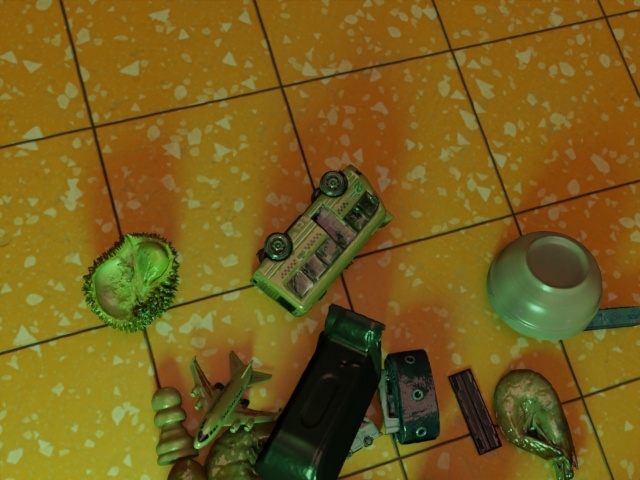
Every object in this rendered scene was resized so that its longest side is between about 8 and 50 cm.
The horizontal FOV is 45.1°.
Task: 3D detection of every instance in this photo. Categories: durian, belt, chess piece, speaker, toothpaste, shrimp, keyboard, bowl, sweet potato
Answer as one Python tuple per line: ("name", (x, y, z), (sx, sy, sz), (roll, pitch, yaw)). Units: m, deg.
("durian", (-0.431, 0.099, 1.775), (0.200, 0.176, 0.237), (28, 67, 10))
("belt", (0.202, 0.370, 1.822), (0.128, 0.122, 0.218), (-4, 76, -8))
("chess piece", (-0.336, 0.417, 1.751), (0.094, 0.094, 0.170), (-9, 70, -11))
("speaker", (0.005, 0.359, 1.720), (0.180, 0.184, 0.388), (20, 59, 15))
("toothpaste", (0.684, 0.207, 1.971), (0.272, 0.066, 0.053), (-4, 75, -9))
("shrimp", (0.525, 0.468, 1.876), (0.168, 0.077, 0.317), (-15, 73, -2))
("keyboard", (0.379, 0.420, 1.893), (0.067, 0.011, 0.202), (-18, 78, -15))
("bowl", (0.566, 0.090, 1.904), (0.287, 0.144, 0.287), (1, 58, -1))
("shrimp", (-0.048, 0.565, 1.749), (0.445, 0.085, 0.272), (26, 62, 6))
("sweet potato", (-0.304, 0.613, 1.688), (0.097, 0.097, 0.292), (9, 92, -6))

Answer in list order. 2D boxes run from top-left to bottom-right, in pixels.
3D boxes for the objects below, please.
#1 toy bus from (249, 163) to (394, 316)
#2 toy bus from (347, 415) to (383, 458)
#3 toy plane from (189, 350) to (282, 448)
("toy bus", (0.000, 0.000, 1.872), (0.202, 0.177, 0.365), (41, 76, 0))
("toy bus", (0.078, 0.462, 1.811), (0.123, 0.060, 0.075), (-28, 77, -13))
("toy plane", (-0.217, 0.373, 1.759), (0.242, 0.104, 0.256), (32, 56, 2))
